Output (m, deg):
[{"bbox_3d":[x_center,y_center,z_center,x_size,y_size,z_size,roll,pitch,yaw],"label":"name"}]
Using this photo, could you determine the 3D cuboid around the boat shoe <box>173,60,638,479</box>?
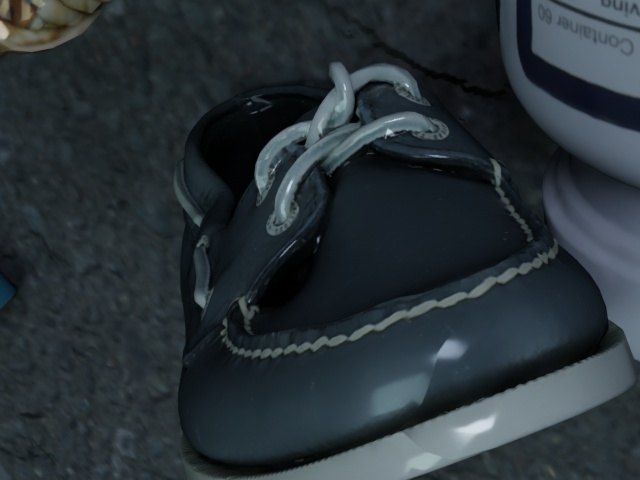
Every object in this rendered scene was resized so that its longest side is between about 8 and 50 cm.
[{"bbox_3d":[0.000,0.000,0.460,0.116,0.319,0.099,-19,97,-5],"label":"boat shoe"}]

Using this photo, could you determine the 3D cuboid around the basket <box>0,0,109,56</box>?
[{"bbox_3d":[-0.062,-0.227,0.336,0.223,0.213,0.299,34,105,-18],"label":"basket"}]

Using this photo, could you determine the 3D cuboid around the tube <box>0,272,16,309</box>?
[{"bbox_3d":[-0.224,-0.035,0.690,0.207,0.052,0.080,48,140,-6],"label":"tube"}]

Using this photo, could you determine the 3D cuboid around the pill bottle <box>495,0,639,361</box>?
[{"bbox_3d":[0.119,-0.102,0.395,0.153,0.153,0.265,9,126,22],"label":"pill bottle"}]
